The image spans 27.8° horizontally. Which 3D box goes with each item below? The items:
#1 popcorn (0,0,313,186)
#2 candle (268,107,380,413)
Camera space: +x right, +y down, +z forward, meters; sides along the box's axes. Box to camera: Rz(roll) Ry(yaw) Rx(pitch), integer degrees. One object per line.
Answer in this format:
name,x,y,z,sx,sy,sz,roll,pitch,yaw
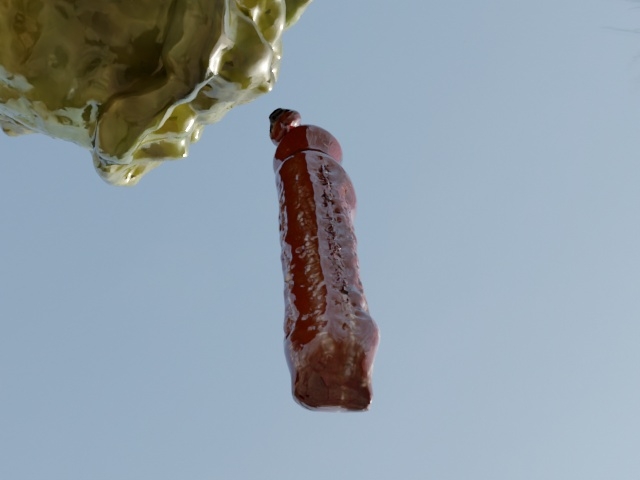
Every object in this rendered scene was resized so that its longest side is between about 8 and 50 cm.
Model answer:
popcorn,-0.139,-0.205,0.918,0.312,0.312,0.312,1,-81,6
candle,0.000,0.000,0.743,0.051,0.329,0.048,-11,-63,2
